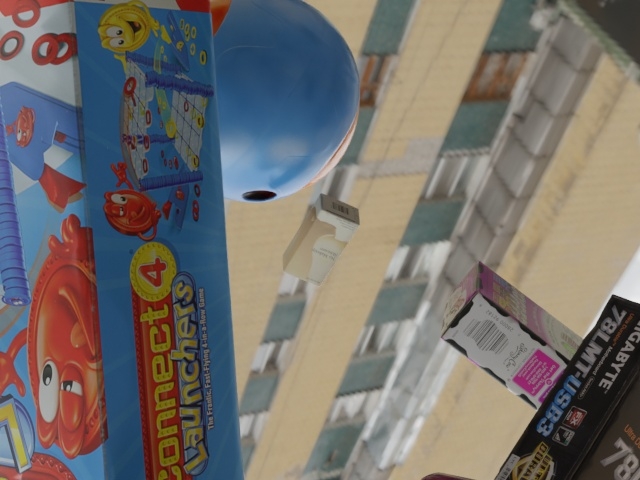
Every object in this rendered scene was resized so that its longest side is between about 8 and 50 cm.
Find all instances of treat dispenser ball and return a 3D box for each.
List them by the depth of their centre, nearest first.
[{"bbox_3d":[-0.089,-0.195,1.538,0.288,0.288,0.288,12,-140,-10],"label":"treat dispenser ball"}]

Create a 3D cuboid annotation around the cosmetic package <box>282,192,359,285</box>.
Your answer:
[{"bbox_3d":[0.000,0.000,1.504,0.060,0.115,0.041,21,-148,-15],"label":"cosmetic package"}]

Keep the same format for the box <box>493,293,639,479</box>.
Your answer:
[{"bbox_3d":[0.266,0.248,1.025,0.073,0.295,0.293,24,-109,47],"label":"box"}]

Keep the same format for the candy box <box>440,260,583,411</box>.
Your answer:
[{"bbox_3d":[0.248,0.133,1.267,0.233,0.071,0.159,37,-166,1],"label":"candy box"}]

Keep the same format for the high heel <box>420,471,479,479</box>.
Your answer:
[{"bbox_3d":[0.036,0.294,0.486,0.181,0.377,0.127,32,-179,24],"label":"high heel"}]

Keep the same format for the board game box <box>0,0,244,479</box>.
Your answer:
[{"bbox_3d":[-0.185,0.010,0.600,0.308,0.302,0.086,-2,-176,40],"label":"board game box"}]
